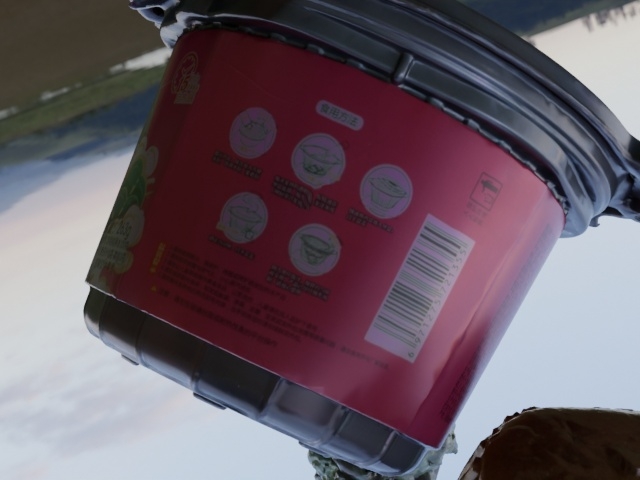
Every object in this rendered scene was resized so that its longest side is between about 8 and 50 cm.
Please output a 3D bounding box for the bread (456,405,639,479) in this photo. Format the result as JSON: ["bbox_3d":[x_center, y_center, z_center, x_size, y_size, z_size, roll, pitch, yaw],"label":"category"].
[{"bbox_3d":[0.152,0.161,0.465,0.199,0.104,0.199,10,-141,-8],"label":"bread"}]

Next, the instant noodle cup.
[{"bbox_3d":[0.000,0.000,0.486,0.302,0.182,0.258,22,171,26],"label":"instant noodle cup"}]

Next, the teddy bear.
[{"bbox_3d":[0.045,0.141,0.724,0.111,0.213,0.133,10,-125,8],"label":"teddy bear"}]
